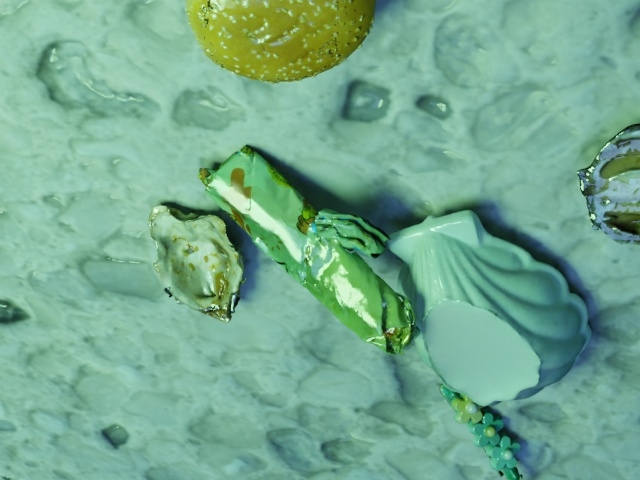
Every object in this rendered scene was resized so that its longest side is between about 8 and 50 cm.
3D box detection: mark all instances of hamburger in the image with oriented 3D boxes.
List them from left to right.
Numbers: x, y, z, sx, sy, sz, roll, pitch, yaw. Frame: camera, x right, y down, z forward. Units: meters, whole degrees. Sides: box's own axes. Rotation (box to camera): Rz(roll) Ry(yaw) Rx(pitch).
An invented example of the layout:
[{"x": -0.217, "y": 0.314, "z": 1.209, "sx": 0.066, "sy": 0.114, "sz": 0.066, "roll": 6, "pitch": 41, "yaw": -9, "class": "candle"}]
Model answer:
[{"x": -0.041, "y": -0.223, "z": 1.372, "sx": 0.182, "sy": 0.118, "sz": 0.191, "roll": 16, "pitch": 139, "yaw": -12, "class": "hamburger"}]

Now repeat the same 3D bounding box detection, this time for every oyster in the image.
[{"x": -0.129, "y": 0.025, "z": 1.648, "sx": 0.103, "sy": 0.051, "sz": 0.148, "roll": -1, "pitch": 115, "yaw": 14, "class": "oyster"}]

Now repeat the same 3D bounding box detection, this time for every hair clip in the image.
[{"x": 0.197, "y": 0.226, "z": 1.777, "sx": 0.049, "sy": 0.049, "sz": 0.173, "roll": -21, "pitch": 123, "yaw": 25, "class": "hair clip"}]

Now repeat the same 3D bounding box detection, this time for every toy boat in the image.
[{"x": 0.177, "y": 0.094, "z": 1.625, "sx": 0.199, "sy": 0.100, "sz": 0.290, "roll": -20, "pitch": 126, "yaw": 24, "class": "toy boat"}]

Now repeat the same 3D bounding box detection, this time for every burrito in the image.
[{"x": 0.000, "y": 0.000, "z": 1.556, "sx": 0.288, "sy": 0.054, "sz": 0.104, "roll": 44, "pitch": 119, "yaw": 4, "class": "burrito"}]

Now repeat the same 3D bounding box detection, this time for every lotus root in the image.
[{"x": 0.419, "y": -0.065, "z": 1.468, "sx": 0.330, "sy": 0.078, "sz": 0.167, "roll": -4, "pitch": 107, "yaw": 15, "class": "lotus root"}]
